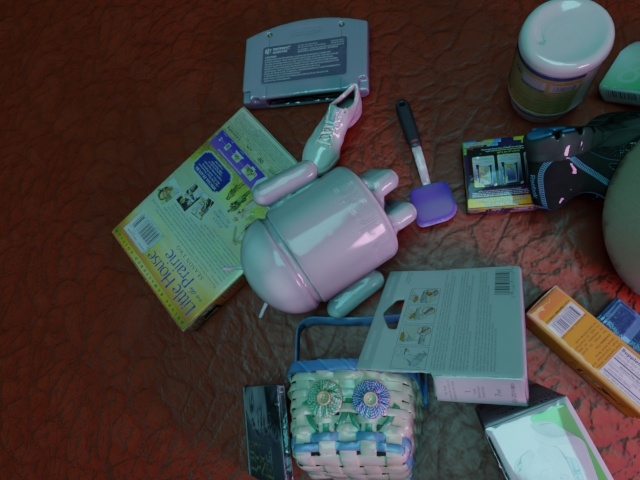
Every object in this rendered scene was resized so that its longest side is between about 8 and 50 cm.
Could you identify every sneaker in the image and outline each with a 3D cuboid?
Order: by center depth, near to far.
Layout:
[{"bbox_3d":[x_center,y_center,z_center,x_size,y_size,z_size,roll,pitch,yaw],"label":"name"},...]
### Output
[{"bbox_3d":[0.510,-0.148,0.804,0.340,0.125,0.140,-11,109,-8],"label":"sneaker"},{"bbox_3d":[0.023,-0.236,0.951,0.080,0.094,0.212,25,72,7],"label":"sneaker"}]

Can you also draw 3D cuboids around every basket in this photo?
[{"bbox_3d":[0.071,0.255,0.800,0.254,0.201,0.289,-6,41,12],"label":"basket"}]

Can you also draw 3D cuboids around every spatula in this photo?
[{"bbox_3d":[0.204,-0.169,0.942,0.084,0.030,0.296,-15,73,10],"label":"spatula"}]

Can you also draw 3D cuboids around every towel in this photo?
[{"bbox_3d":[0.528,0.158,0.771,0.067,0.029,0.119,-41,70,-10],"label":"towel"}]

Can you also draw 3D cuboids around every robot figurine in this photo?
[{"bbox_3d":[0.000,0.000,0.852,0.353,0.200,0.300,-34,101,-4],"label":"robot figurine"}]

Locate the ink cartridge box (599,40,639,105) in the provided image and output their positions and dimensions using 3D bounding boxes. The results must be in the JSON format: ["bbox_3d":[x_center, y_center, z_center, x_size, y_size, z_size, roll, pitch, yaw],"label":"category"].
[{"bbox_3d":[0.649,-0.340,0.817,0.181,0.056,0.225,30,88,46],"label":"ink cartridge box"}]

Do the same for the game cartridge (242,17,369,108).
[{"bbox_3d":[-0.032,-0.411,1.054,0.294,0.060,0.196,-1,80,14],"label":"game cartridge"}]

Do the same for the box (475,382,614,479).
[{"bbox_3d":[0.345,0.363,0.670,0.126,0.231,0.262,-26,71,8],"label":"box"}]

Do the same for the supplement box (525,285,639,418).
[{"bbox_3d":[0.455,0.185,0.765,0.080,0.078,0.233,-42,71,-2],"label":"supplement box"}]

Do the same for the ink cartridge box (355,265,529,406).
[{"bbox_3d":[0.210,0.143,0.759,0.239,0.275,0.060,-5,118,25],"label":"ink cartridge box"}]

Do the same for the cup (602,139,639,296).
[{"bbox_3d":[0.623,-0.030,0.629,0.331,0.237,0.331,0,95,0],"label":"cup"}]

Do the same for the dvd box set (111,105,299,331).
[{"bbox_3d":[-0.223,-0.052,1.012,0.420,0.062,0.307,-44,70,1],"label":"dvd box set"}]

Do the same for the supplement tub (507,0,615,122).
[{"bbox_3d":[0.423,-0.315,0.829,0.144,0.199,0.144,-3,76,13],"label":"supplement tub"}]

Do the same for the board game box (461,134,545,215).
[{"bbox_3d":[0.364,-0.126,0.880,0.170,0.048,0.141,-3,78,14],"label":"board game box"}]

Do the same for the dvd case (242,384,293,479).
[{"bbox_3d":[-0.100,0.345,0.819,0.018,0.221,0.165,0,73,-25],"label":"dvd case"}]
